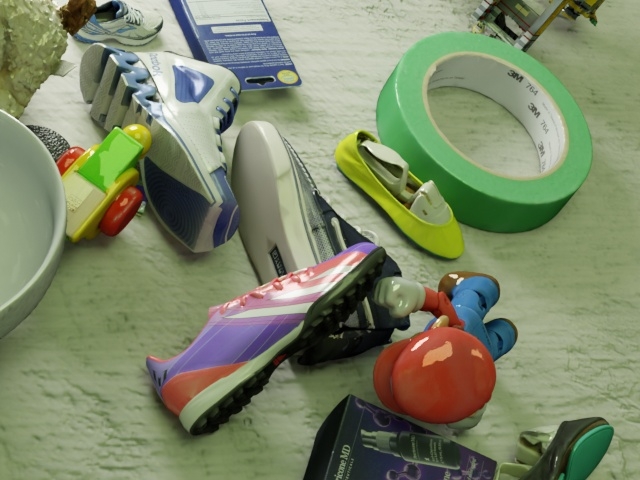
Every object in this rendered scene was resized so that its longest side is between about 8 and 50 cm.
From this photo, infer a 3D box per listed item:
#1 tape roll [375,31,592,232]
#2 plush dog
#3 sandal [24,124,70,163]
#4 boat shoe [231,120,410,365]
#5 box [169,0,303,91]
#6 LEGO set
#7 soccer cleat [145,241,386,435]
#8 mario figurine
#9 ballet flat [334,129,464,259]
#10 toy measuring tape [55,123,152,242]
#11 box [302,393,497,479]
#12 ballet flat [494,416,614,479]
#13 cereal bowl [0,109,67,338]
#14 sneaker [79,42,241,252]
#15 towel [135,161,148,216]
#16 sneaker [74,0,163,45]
[{"bbox_3d":[0.241,-0.162,2.311,0.321,0.077,0.321,14,51,-18],"label":"tape roll"},{"bbox_3d":[-0.423,-0.288,1.928,0.225,0.211,0.262,37,30,-33],"label":"plush dog"},{"bbox_3d":[-0.401,-0.098,1.965,0.179,0.040,0.067,-16,58,-19],"label":"sandal"},{"bbox_3d":[0.000,0.000,2.045,0.158,0.127,0.340,-2,66,-34],"label":"boat shoe"},{"bbox_3d":[-0.126,-0.293,2.249,0.136,0.036,0.225,-8,58,-31],"label":"box"},{"bbox_3d":[0.288,-0.420,2.503,0.331,0.192,0.255,41,18,3],"label":"LEGO set"},{"bbox_3d":[-0.062,0.091,1.868,0.318,0.108,0.116,-40,74,-6],"label":"soccer cleat"},{"bbox_3d":[0.136,0.138,1.947,0.198,0.170,0.320,36,21,8],"label":"mario figurine"},{"bbox_3d":[0.116,-0.068,2.173,0.231,0.077,0.077,42,47,7],"label":"ballet flat"},{"bbox_3d":[-0.315,-0.013,1.920,0.121,0.121,0.330,37,70,3],"label":"toy measuring tape"},{"bbox_3d":[0.085,0.302,1.855,0.207,0.108,0.153,25,49,-9],"label":"box"},{"bbox_3d":[0.278,0.285,1.969,0.096,0.095,0.280,22,30,22],"label":"ballet flat"},{"bbox_3d":[-0.452,0.003,1.761,0.339,0.141,0.339,3,56,-5],"label":"cereal bowl"},{"bbox_3d":[-0.163,-0.148,2.049,0.182,0.127,0.315,-15,59,-36],"label":"sneaker"},{"bbox_3d":[-0.246,-0.073,2.038,0.060,0.009,0.083,23,48,-11],"label":"towel"},{"bbox_3d":[-0.273,-0.303,2.167,0.135,0.058,0.052,-9,61,-33],"label":"sneaker"}]
